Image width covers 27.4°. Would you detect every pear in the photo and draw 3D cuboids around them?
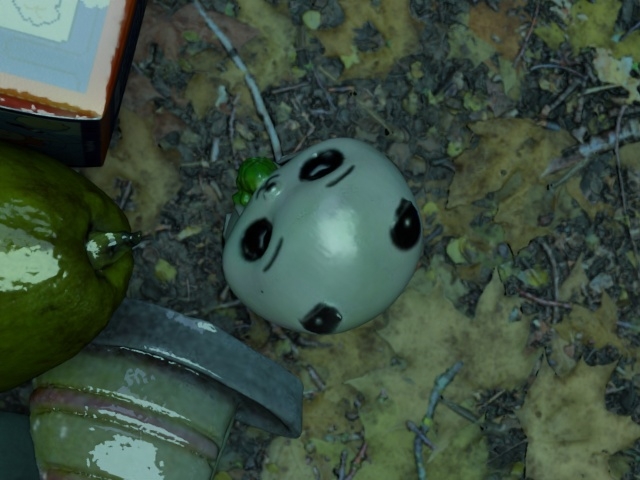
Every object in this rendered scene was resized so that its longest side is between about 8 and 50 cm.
[{"bbox_3d":[-0.337,0.024,1.292,0.375,0.287,0.287,-8,87,22],"label":"pear"}]

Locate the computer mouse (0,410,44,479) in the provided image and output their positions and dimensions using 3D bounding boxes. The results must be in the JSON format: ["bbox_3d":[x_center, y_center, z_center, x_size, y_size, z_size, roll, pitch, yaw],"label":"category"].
[{"bbox_3d":[-0.405,0.268,1.338,0.371,0.122,0.188,13,56,-30],"label":"computer mouse"}]

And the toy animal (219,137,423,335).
[{"bbox_3d":[-0.007,-0.007,1.381,0.213,0.267,0.212,0,86,-4],"label":"toy animal"}]

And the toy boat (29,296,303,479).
[{"bbox_3d":[-0.182,0.194,1.383,0.276,0.111,0.293,39,63,0],"label":"toy boat"}]

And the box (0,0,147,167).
[{"bbox_3d":[-0.337,-0.236,1.298,0.319,0.349,0.256,13,84,-9],"label":"box"}]
